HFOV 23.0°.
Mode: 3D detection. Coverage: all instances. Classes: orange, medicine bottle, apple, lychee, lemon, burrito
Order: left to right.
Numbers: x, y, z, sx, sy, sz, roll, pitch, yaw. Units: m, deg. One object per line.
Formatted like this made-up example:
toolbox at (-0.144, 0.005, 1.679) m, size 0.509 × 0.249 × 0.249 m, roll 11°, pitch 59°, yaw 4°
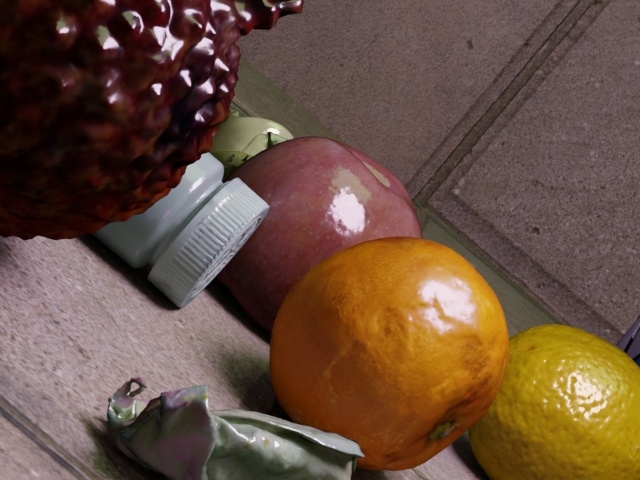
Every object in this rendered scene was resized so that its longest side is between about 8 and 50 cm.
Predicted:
lychee at (-0.251, -0.207, 1.450) m, size 0.500 × 0.425 × 0.424 m, roll 0°, pitch 30°, yaw -26°
medicine bottle at (-0.226, -0.082, 1.764) m, size 0.318 × 0.158 × 0.158 m, roll 40°, pitch 10°, yaw 2°
burrito at (-0.080, 0.179, 1.356) m, size 0.144 × 0.089 × 0.229 m, roll -3°, pitch -17°, yaw 45°
apple at (0.000, 0.000, 1.983) m, size 0.305 × 0.235 × 0.306 m, roll 41°, pitch 10°, yaw -9°
orange at (0.073, 0.117, 1.696) m, size 0.261 × 0.261 × 0.261 m, roll 38°, pitch 11°, yaw -8°
lemon at (0.323, 0.242, 2.079) m, size 0.267 × 0.267 × 0.267 m, roll 38°, pitch 11°, yaw -8°

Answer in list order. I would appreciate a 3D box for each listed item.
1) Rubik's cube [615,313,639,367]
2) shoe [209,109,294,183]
Rubik's cube at (0.581, 0.304, 2.531) m, size 0.305 × 0.310 × 0.307 m, roll 41°, pitch 8°, yaw 1°
shoe at (-0.116, -0.104, 2.209) m, size 0.140 × 0.128 × 0.262 m, roll 47°, pitch -17°, yaw -19°
